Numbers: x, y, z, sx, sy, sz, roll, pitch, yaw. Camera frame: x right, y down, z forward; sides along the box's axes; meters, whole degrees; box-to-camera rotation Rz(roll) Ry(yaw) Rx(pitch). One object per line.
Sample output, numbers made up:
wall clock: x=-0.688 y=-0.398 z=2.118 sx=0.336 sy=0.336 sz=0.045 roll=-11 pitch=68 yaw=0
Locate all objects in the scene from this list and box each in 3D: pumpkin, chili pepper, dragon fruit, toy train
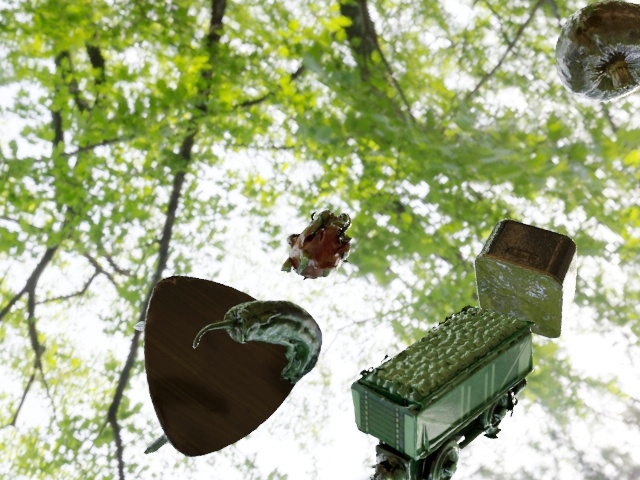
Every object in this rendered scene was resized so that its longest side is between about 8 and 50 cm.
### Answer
pumpkin: x=0.566 y=-0.363 z=1.606 sx=0.218 sy=0.219 sz=0.162 roll=13 pitch=-130 yaw=-26
chili pepper: x=-0.076 y=0.137 z=1.198 sx=0.065 sy=0.122 sz=0.279 roll=37 pitch=180 yaw=38
dragon fruit: x=0.000 y=0.000 z=1.726 sx=0.138 sy=0.175 sz=0.142 roll=33 pitch=-147 yaw=15
toy train: x=0.146 y=0.189 z=0.969 sx=0.269 sy=0.155 sz=0.115 roll=-25 pitch=-154 yaw=-37

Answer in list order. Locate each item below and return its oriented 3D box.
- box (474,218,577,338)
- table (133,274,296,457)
box: x=0.335 y=0.061 z=1.318 sx=0.144 sy=0.201 sz=0.090 roll=18 pitch=-118 yaw=27
table: x=-0.238 y=0.263 z=1.507 sx=0.317 sy=0.249 sz=0.318 roll=12 pitch=-115 yaw=-26
